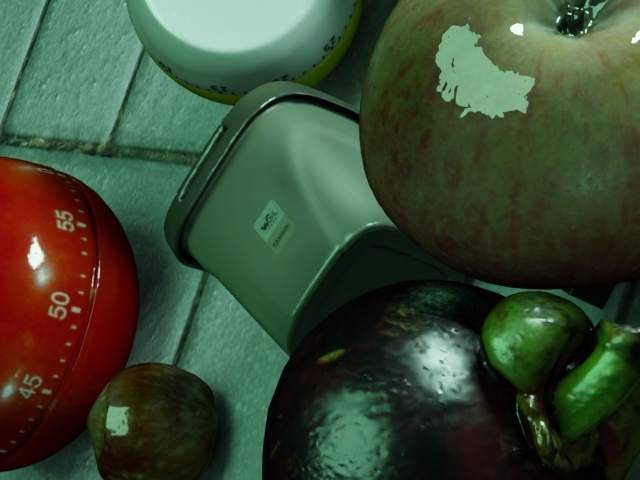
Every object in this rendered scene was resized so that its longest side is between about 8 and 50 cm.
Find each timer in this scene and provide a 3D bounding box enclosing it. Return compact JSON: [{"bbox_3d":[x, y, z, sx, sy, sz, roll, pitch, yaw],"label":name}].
[{"bbox_3d":[-0.074,-0.266,2.049,0.285,0.285,0.285,-30,49,41],"label":"timer"},{"bbox_3d":[-0.385,0.090,2.182,0.378,0.279,0.378,-26,53,41],"label":"timer"}]

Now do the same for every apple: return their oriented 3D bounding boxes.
[{"bbox_3d":[0.201,-0.122,1.470,0.345,0.345,0.269,-121,21,-50],"label":"apple"}]

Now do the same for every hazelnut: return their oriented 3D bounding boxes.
[{"bbox_3d":[-0.177,0.201,1.977,0.143,0.143,0.154,-40,26,32],"label":"hazelnut"}]

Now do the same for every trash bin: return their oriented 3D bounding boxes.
[{"bbox_3d":[0.000,0.000,1.796,0.220,0.219,0.250,-58,42,16],"label":"trash bin"}]

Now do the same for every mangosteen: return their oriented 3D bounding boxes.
[{"bbox_3d":[0.122,0.176,1.448,0.360,0.306,0.306,-12,61,34],"label":"mangosteen"}]

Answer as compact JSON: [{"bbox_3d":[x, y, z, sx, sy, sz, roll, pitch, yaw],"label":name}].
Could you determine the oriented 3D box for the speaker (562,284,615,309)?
[{"bbox_3d":[0.195,0.004,1.665,0.040,0.046,0.191,-63,35,7],"label":"speaker"}]
